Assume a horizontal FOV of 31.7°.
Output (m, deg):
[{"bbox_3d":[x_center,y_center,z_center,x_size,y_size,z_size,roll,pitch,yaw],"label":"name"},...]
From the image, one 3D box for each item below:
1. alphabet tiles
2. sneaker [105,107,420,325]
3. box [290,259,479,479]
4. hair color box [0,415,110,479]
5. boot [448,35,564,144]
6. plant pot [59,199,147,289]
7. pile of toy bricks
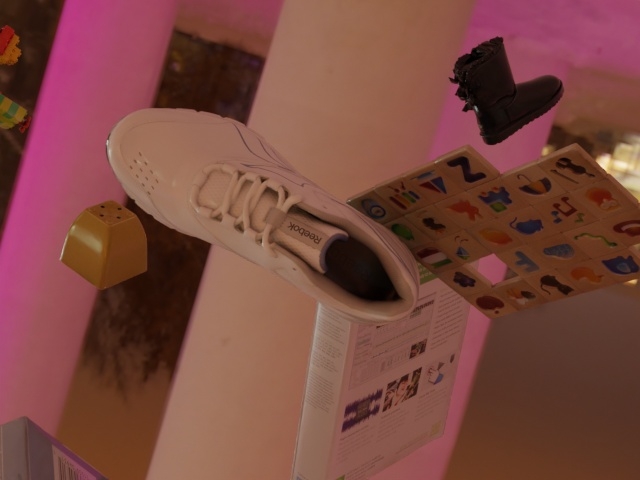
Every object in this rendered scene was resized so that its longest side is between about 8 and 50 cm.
[{"bbox_3d":[0.165,-0.011,0.970,0.198,0.009,0.237,38,145,-23],"label":"alphabet tiles"},{"bbox_3d":[-0.038,-0.024,0.923,0.297,0.111,0.129,27,179,-7],"label":"sneaker"},{"bbox_3d":[0.079,0.116,1.266,0.058,0.321,0.232,28,-150,34],"label":"box"},{"bbox_3d":[-0.421,0.332,1.188,0.185,0.375,0.113,57,-166,-50],"label":"hair color box"},{"bbox_3d":[0.197,-0.169,1.190,0.045,0.121,0.099,31,154,57],"label":"boot"},{"bbox_3d":[-0.269,-0.002,1.422,0.081,0.083,0.081,33,-144,26],"label":"plant pot"},{"bbox_3d":[-0.367,-0.153,1.231,0.105,0.118,0.212,33,156,-28],"label":"pile of toy bricks"}]
